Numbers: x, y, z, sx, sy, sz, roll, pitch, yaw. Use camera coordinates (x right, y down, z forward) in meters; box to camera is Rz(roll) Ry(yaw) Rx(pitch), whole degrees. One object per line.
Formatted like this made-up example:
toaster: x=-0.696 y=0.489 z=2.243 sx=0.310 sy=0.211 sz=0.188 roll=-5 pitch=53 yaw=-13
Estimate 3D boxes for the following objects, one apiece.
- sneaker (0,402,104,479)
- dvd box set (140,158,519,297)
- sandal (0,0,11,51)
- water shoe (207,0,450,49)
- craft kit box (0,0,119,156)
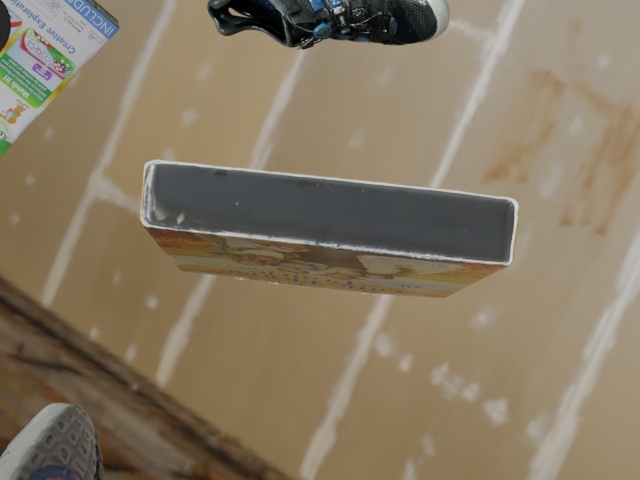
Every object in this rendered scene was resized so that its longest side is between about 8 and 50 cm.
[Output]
sneaker: x=-0.272 y=0.238 z=1.000 sx=0.129 sy=0.297 sz=0.111 roll=3 pitch=133 yaw=31
dvd box set: x=0.000 y=0.000 z=1.256 sx=0.307 sy=0.062 sz=0.420 roll=6 pitch=174 yaw=-2
sandal: x=-0.282 y=-0.150 z=0.817 sx=0.179 sy=0.067 sz=0.040 roll=2 pitch=162 yaw=-20
water shoe: x=0.005 y=-0.180 z=1.069 sx=0.203 sy=0.080 sz=0.073 roll=13 pitch=143 yaw=26
craft kit box: x=-0.409 y=-0.245 z=1.537 sx=0.250 sy=0.246 sz=0.061 roll=42 pitch=-172 yaw=-22
